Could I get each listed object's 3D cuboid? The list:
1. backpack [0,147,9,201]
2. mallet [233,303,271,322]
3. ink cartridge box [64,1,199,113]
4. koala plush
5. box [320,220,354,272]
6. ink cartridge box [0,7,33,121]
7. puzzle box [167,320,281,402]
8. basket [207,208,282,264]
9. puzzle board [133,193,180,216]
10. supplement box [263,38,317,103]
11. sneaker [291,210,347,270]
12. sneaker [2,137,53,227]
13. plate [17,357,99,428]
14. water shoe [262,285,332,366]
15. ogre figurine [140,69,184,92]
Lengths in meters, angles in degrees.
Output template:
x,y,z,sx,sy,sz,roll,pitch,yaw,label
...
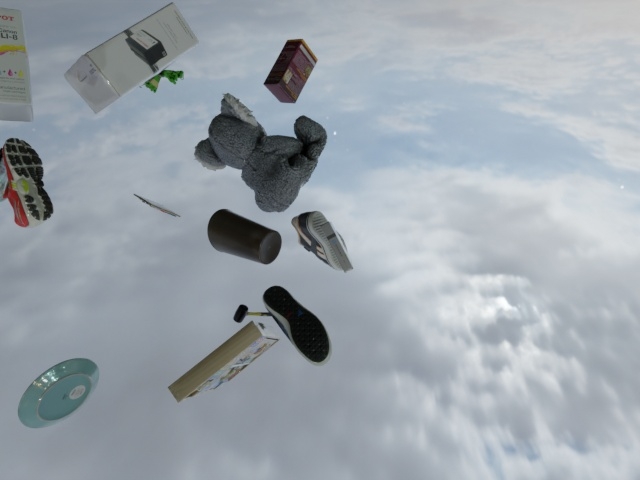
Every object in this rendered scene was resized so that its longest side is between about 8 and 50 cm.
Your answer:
x,y,z,sx,sy,sz,roll,pitch,yaw,label
-1.079,-0.203,1.425,0.151,0.115,0.182,-23,-131,-11,backpack
-0.228,0.272,1.584,0.189,0.062,0.039,19,-157,-44,mallet
-0.530,-0.511,1.245,0.223,0.129,0.307,0,-137,47,ink cartridge box
-0.130,-0.179,0.882,0.221,0.196,0.203,34,-142,-17,koala plush
0.063,0.021,1.578,0.038,0.186,0.145,-27,178,6,box
-0.619,-0.327,0.821,0.128,0.177,0.127,-6,-179,-31,ink cartridge box
-0.257,0.351,1.307,0.272,0.409,0.052,-39,-102,-6,puzzle box
-0.268,-0.006,1.604,0.226,0.204,0.154,18,-113,30,basket
-0.525,-0.110,1.413,0.096,0.011,0.128,27,179,28,puzzle board
-0.101,-0.582,1.517,0.080,0.104,0.188,18,-103,40,supplement box
0.000,0.000,1.774,0.127,0.321,0.126,0,-131,36,sneaker
-0.898,-0.169,1.306,0.118,0.279,0.107,-21,171,19,sneaker
-0.611,0.367,1.047,0.024,0.188,0.188,27,-137,28,plate
-0.043,0.176,0.908,0.072,0.080,0.203,-34,-119,-14,water shoe
-0.619,-0.611,1.637,0.118,0.097,0.197,25,-121,29,ogre figurine
